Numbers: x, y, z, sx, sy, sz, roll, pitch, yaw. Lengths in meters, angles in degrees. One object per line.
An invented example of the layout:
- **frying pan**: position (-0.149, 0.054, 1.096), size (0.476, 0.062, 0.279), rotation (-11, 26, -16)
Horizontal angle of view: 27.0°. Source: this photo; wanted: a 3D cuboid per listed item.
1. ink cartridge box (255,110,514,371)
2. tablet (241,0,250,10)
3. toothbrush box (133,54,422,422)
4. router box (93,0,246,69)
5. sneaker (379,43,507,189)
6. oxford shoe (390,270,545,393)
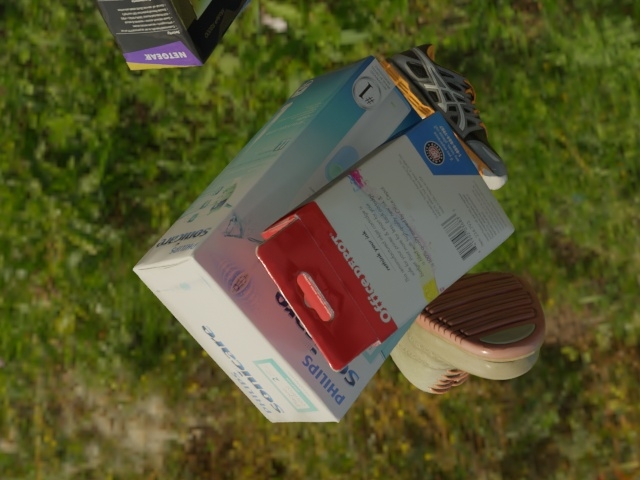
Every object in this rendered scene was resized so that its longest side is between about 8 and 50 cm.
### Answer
- **ink cartridge box**: position (0.046, 0.004, 1.178), size (0.231, 0.134, 0.078), rotation (-36, -174, -28)
- **tablet**: position (-0.086, -0.267, 1.427), size (0.006, 0.083, 0.054), rotation (35, 167, 23)
- **toothbrush box**: position (0.000, 0.000, 1.301), size (0.216, 0.295, 0.126), rotation (51, 151, -17)
- **router box**: position (-0.112, -0.331, 1.105), size (0.081, 0.309, 0.243), rotation (1, 136, 30)
- **sneaker**: position (0.149, -0.148, 1.532), size (0.083, 0.215, 0.084), rotation (-35, 159, -11)
- **oxford shoe**: position (0.163, 0.112, 1.563), size (0.140, 0.397, 0.147), rotation (-12, 102, -11)
